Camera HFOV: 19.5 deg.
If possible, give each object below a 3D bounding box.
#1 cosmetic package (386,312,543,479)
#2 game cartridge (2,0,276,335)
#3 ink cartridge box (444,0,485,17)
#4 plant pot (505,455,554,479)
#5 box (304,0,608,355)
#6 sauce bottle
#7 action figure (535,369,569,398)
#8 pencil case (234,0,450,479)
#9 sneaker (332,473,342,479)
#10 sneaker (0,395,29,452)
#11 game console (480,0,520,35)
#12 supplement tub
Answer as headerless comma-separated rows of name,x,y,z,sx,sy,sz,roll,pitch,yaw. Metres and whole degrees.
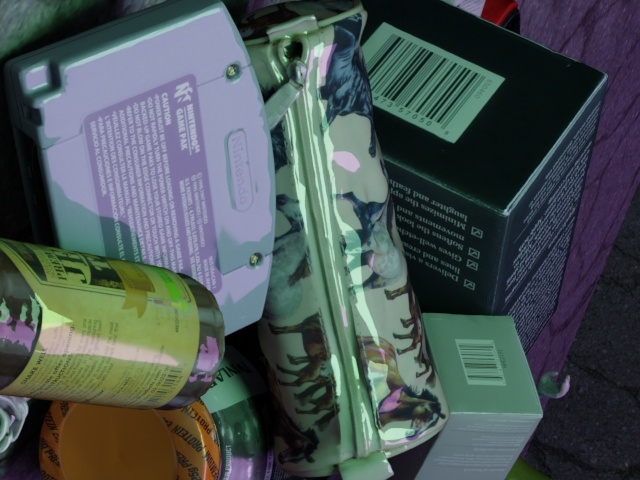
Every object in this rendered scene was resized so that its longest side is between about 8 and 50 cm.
cosmetic package,0.112,0.191,1.764,0.238,0.107,0.127,111,-26,-45
game cartridge,-0.129,-0.038,1.436,0.198,0.062,0.297,-28,130,-30
ink cartridge box,0.147,-0.283,2.056,0.099,0.056,0.135,-34,146,-56
plant pot,0.087,0.322,2.272,0.366,0.353,0.366,-53,160,-28
box,0.090,-0.033,1.866,0.212,0.294,0.395,-51,159,-32
sauce bottle,-0.216,0.054,1.288,0.344,0.111,0.111,13,105,-50
action figure,0.175,0.267,2.617,0.370,0.248,0.275,-30,144,-55
pencil case,0.000,0.000,1.595,0.183,0.160,0.410,-52,131,-78
sneaker,0.021,0.165,2.063,0.286,0.109,0.130,-60,160,-48
sneaker,-0.264,0.117,1.389,0.110,0.118,0.292,-69,163,12
game console,0.138,-0.104,2.313,0.386,0.060,0.342,-58,168,-11
supplement tub,-0.113,0.179,1.748,0.207,0.207,0.338,-66,163,10
